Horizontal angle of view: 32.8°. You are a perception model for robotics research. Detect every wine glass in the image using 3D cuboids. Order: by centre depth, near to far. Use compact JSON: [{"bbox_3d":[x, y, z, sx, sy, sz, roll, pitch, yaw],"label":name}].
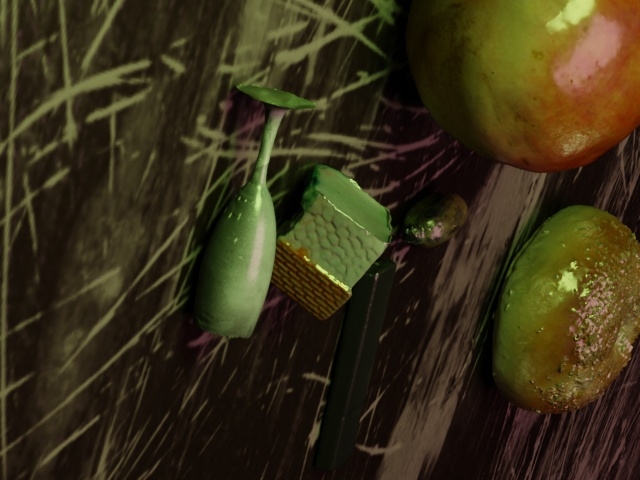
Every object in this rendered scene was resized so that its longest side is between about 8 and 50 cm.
[{"bbox_3d":[-0.058,-0.019,0.850,0.066,0.066,0.198,-11,121,-55],"label":"wine glass"}]

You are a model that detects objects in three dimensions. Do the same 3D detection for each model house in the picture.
[{"bbox_3d":[0.000,0.000,0.946,0.100,0.088,0.100,-51,-171,20],"label":"model house"}]

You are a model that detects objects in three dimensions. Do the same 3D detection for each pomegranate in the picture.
[{"bbox_3d":[0.188,-0.196,0.960,0.270,0.229,0.252,25,97,-49],"label":"pomegranate"}]

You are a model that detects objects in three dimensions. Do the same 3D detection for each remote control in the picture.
[{"bbox_3d":[0.037,0.134,1.147,0.063,0.025,0.245,-25,131,-55],"label":"remote control"}]

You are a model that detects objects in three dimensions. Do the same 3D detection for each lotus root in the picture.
[{"bbox_3d":[0.117,-0.018,1.137,0.099,0.054,0.049,-34,117,-45],"label":"lotus root"}]

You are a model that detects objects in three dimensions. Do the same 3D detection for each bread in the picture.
[{"bbox_3d":[0.354,0.103,1.500,0.305,0.159,0.305,-37,138,-42],"label":"bread"}]
